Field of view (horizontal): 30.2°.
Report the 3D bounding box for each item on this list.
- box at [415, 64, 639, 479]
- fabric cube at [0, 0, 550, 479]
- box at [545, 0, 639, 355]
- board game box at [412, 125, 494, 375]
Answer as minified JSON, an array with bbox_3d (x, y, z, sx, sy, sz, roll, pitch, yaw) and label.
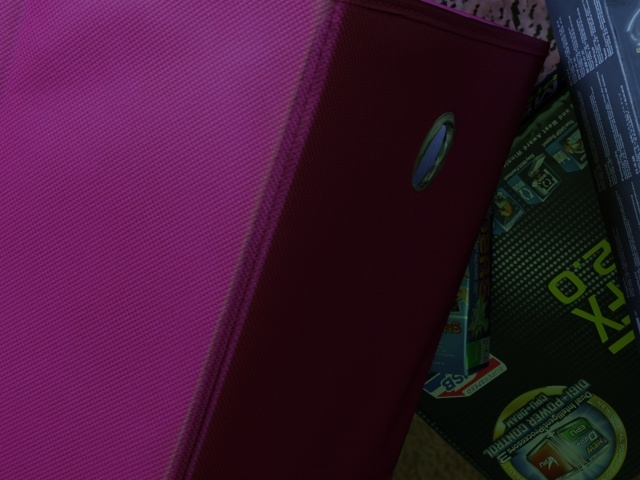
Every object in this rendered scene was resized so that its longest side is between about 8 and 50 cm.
[{"bbox_3d":[0.163,0.024,0.706,0.216,0.060,0.270,45,115,-9],"label":"box"},{"bbox_3d":[-0.079,-0.020,0.564,0.259,0.254,0.258,24,103,23],"label":"fabric cube"},{"bbox_3d":[0.259,-0.017,0.545,0.242,0.076,0.307,-14,85,-7],"label":"box"},{"bbox_3d":[0.000,0.000,0.690,0.201,0.035,0.136,4,96,28],"label":"board game box"}]
